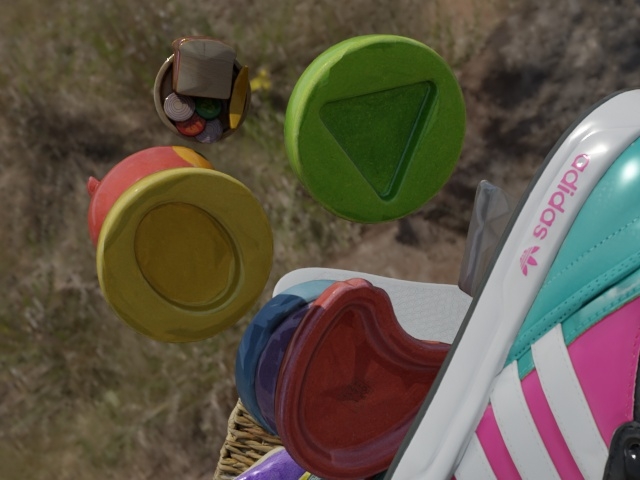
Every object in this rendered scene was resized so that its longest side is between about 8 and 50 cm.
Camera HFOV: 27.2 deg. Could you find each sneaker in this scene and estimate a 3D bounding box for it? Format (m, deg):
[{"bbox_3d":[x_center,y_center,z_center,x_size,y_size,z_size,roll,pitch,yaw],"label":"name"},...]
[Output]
[{"bbox_3d":[0.097,0.122,1.256,0.296,0.147,0.104,13,46,8],"label":"sneaker"},{"bbox_3d":[0.130,0.110,0.503,0.124,0.295,0.178,2,24,-44],"label":"sneaker"}]

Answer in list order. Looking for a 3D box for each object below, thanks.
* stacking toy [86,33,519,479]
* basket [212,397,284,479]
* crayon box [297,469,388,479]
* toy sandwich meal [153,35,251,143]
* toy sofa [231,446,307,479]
[{"bbox_3d":[0.000,0.000,0.974,0.279,0.309,0.130,-45,29,-5],"label":"stacking toy"},{"bbox_3d":[0.001,0.363,2.102,0.299,0.213,0.223,16,1,9],"label":"basket"},{"bbox_3d":[0.000,0.403,1.018,0.363,0.313,0.106,-45,20,-27],"label":"crayon box"},{"bbox_3d":[-0.089,-0.117,1.028,0.085,0.085,0.029,-35,9,-10],"label":"toy sandwich meal"},{"bbox_3d":[-0.126,0.370,1.334,0.362,0.177,0.150,-25,12,-13],"label":"toy sofa"}]
